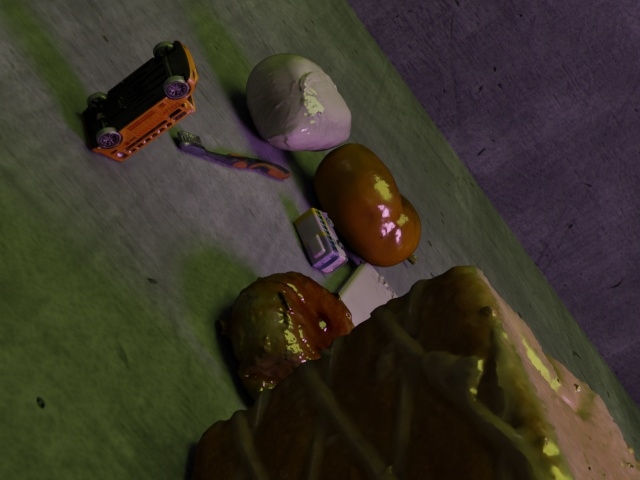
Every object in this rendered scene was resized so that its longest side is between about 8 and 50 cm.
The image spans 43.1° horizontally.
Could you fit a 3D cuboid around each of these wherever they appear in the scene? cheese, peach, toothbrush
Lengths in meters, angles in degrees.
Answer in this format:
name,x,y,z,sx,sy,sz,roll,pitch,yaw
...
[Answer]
name,x,y,z,sx,sy,sz,roll,pitch,yaw
cheese,-0.048,-0.245,1.472,0.198,0.154,0.189,-8,74,-63
peach,0.091,-0.069,1.542,0.251,0.153,0.251,53,19,-27
toothbrush,-0.129,-0.129,1.305,0.321,0.023,0.031,14,54,-62

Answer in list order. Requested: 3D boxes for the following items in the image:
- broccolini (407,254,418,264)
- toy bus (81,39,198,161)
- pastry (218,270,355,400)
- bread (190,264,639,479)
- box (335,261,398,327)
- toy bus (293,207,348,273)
name,x,y,z,sx,sy,sz,roll,pitch,yaw
broccolini,0.139,-0.046,1.762,0.051,0.054,0.239,-37,98,-34
toy bus,-0.208,-0.165,0.979,0.074,0.162,0.069,32,32,-55
pastry,-0.023,0.139,1.036,0.218,0.100,0.229,54,22,-9
bread,0.095,0.280,0.712,0.279,0.371,0.390,38,23,-32
box,0.084,0.128,1.378,0.142,0.044,0.285,53,21,-2
toy bus,0.000,0.000,1.364,0.058,0.052,0.102,22,37,-53
